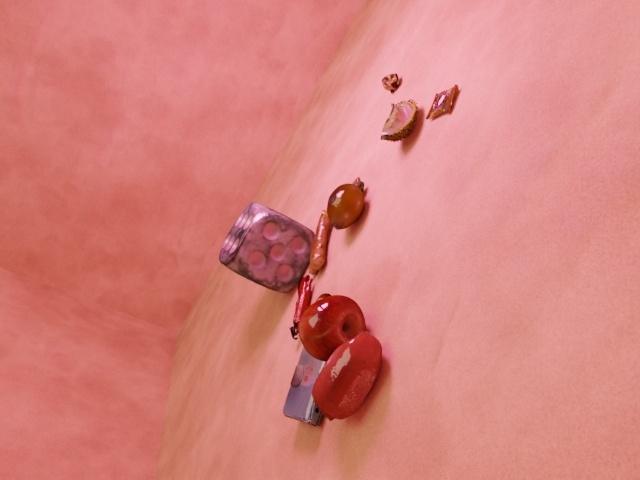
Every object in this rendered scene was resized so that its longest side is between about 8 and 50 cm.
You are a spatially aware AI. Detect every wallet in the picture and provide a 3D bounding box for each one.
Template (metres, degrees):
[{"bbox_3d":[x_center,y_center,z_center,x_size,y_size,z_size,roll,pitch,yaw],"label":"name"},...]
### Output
[{"bbox_3d":[-0.026,0.448,1.414,0.176,0.075,0.250,-19,46,57],"label":"wallet"}]

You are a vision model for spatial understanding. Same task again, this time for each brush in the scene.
[{"bbox_3d":[0.109,-0.172,1.887,0.282,0.048,0.054,-46,23,54],"label":"brush"}]

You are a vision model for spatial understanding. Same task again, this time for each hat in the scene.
[{"bbox_3d":[0.321,-0.712,2.010,0.076,0.059,0.077,-15,53,18],"label":"hat"}]

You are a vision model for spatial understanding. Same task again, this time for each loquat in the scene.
[{"bbox_3d":[0.096,-0.130,1.727,0.195,0.152,0.152,-62,19,-20],"label":"loquat"}]

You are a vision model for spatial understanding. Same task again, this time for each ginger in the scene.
[{"bbox_3d":[0.003,0.001,1.888,0.118,0.065,0.299,132,155,-59],"label":"ginger"}]

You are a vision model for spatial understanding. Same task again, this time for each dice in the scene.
[{"bbox_3d":[-0.249,0.029,2.063,0.330,0.348,0.328,-65,22,-2],"label":"dice"}]

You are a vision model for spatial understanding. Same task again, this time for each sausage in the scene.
[{"bbox_3d":[0.071,0.367,1.189,0.254,0.148,0.148,-60,21,10],"label":"sausage"}]

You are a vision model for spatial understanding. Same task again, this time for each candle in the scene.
[{"bbox_3d":[-0.078,0.263,1.783,0.084,0.059,0.302,123,164,-50],"label":"candle"}]

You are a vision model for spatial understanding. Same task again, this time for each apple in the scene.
[{"bbox_3d":[0.031,0.261,1.319,0.162,0.201,0.201,-14,51,50],"label":"apple"}]

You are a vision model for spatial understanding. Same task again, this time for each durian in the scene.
[{"bbox_3d":[0.307,-0.444,1.679,0.137,0.095,0.221,1,57,28],"label":"durian"}]

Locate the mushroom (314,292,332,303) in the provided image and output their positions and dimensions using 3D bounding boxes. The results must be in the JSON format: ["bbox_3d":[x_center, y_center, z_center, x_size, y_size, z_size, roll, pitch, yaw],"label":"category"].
[{"bbox_3d":[0.009,0.243,1.559,0.127,0.087,0.127,-50,27,38],"label":"mushroom"}]

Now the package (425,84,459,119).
[{"bbox_3d":[0.420,-0.475,1.528,0.108,0.031,0.120,-66,20,-8],"label":"package"}]
